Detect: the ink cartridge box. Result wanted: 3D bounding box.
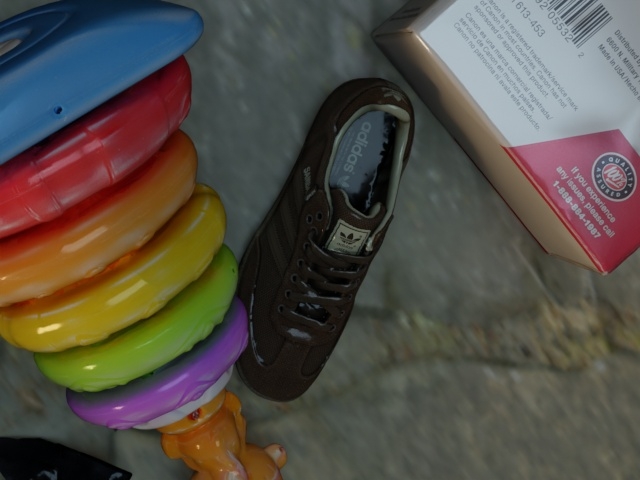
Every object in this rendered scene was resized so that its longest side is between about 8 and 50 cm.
[{"bbox_3d":[0.177,-0.125,0.829,0.237,0.100,0.172,-41,102,-4],"label":"ink cartridge box"}]

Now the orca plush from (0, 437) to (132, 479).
[{"bbox_3d":[-0.158,0.256,0.798,0.151,0.102,0.287,22,91,-13],"label":"orca plush"}]

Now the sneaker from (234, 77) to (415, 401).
[{"bbox_3d":[0.000,0.000,0.820,0.066,0.071,0.188,17,92,-13],"label":"sneaker"}]

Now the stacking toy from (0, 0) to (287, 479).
[{"bbox_3d":[-0.095,0.033,0.778,0.175,0.166,0.302,-35,113,-17],"label":"stacking toy"}]
